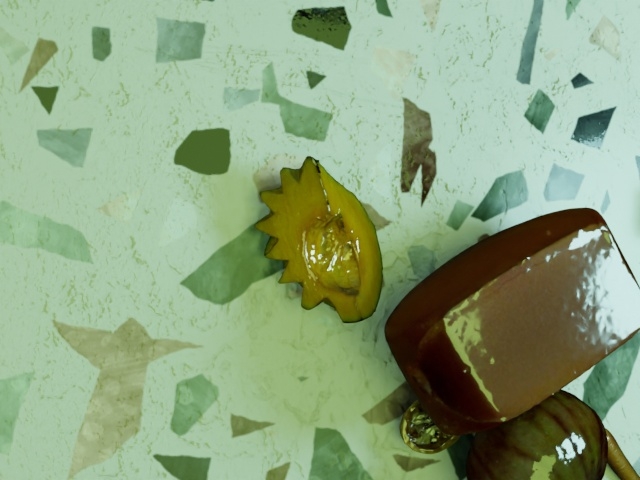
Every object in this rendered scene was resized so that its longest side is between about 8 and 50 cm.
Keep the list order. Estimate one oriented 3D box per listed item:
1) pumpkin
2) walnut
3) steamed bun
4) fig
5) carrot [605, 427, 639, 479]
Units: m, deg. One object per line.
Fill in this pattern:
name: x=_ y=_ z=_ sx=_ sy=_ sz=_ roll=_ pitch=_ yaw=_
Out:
pumpkin: x=0.000 y=0.000 z=1.546 sx=0.130 sy=0.149 sz=0.254 roll=-17 pitch=95 yaw=26
walnut: x=0.174 y=0.285 z=1.606 sx=0.121 sy=0.052 sz=0.091 roll=-25 pitch=95 yaw=-16
steamed bun: x=0.281 y=0.116 z=1.529 sx=0.379 sy=0.248 sz=0.235 roll=-31 pitch=96 yaw=-14
fig: x=0.338 y=0.345 z=1.561 sx=0.214 sy=0.235 sz=0.235 roll=17 pitch=87 yaw=17
carrot: x=0.515 y=0.389 z=1.709 sx=0.037 sy=0.037 sz=0.190 roll=-41 pitch=104 yaw=-10
